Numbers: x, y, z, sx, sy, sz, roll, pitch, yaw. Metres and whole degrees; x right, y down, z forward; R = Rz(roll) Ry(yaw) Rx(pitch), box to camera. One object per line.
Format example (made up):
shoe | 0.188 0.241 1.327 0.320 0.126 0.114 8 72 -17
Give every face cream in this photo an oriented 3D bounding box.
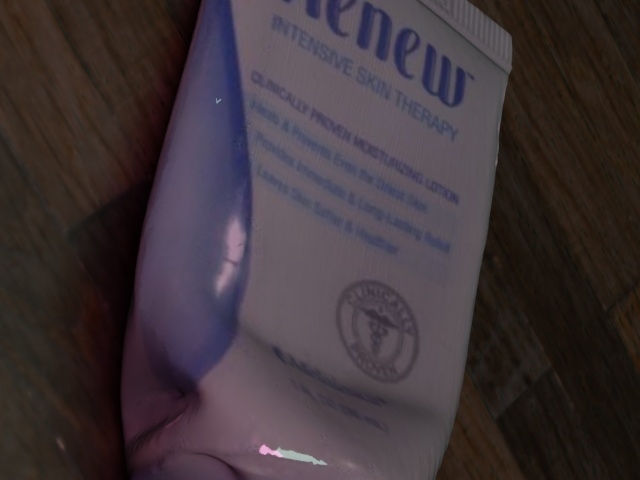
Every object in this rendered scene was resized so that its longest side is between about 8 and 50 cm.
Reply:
face cream | 0.000 0.000 0.871 0.235 0.137 0.420 28 57 -28
